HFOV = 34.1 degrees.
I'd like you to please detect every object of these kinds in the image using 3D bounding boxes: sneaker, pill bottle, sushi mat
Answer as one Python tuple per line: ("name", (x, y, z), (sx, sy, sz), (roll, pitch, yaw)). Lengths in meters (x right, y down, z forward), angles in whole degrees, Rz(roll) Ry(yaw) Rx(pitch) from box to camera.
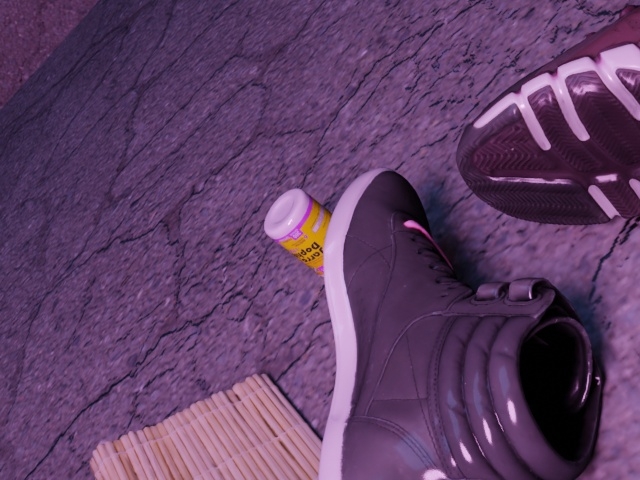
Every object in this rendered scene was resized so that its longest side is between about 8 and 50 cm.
("sneaker", (0.083, 0.045, 0.607), (0.146, 0.104, 0.296), (-27, 36, 26))
("pill bottle", (0.000, 0.000, 0.790), (0.043, 0.083, 0.043), (-37, 31, 27))
("sushi mat", (-0.050, 0.179, 0.657), (0.151, 0.019, 0.316), (-24, 24, -14))
("sneaker", (0.215, -0.117, 0.610), (0.281, 0.106, 0.163), (-21, 34, 28))
